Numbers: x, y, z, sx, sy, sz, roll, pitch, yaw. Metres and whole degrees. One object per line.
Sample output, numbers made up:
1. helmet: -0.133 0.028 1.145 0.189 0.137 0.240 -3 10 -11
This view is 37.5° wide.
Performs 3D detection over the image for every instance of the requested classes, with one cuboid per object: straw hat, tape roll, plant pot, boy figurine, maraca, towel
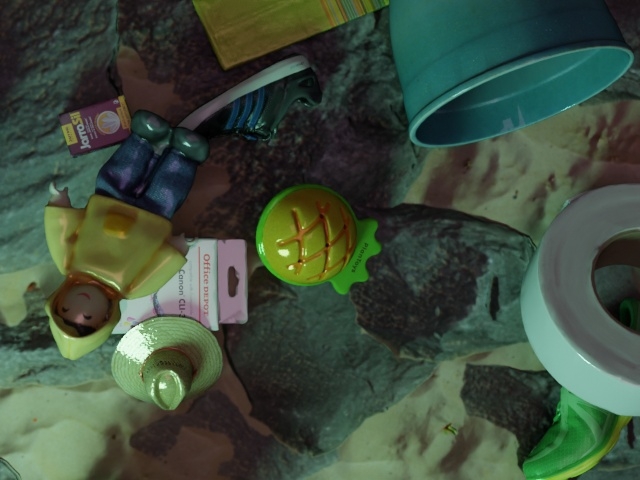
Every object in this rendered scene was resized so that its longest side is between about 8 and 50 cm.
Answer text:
1. straw hat: -0.182 0.164 1.121 0.144 0.061 0.144 -5 126 -7
2. tape roll: 0.399 0.071 1.182 0.286 0.100 0.286 1 63 -2
3. plant pot: 0.197 -0.281 1.128 0.271 0.271 0.255 -16 80 -10
4. boy figurine: -0.236 -0.006 1.064 0.177 0.092 0.285 27 73 -6
5. maraca: 0.000 0.000 1.173 0.185 0.099 0.127 23 96 -35
6. towel: -0.035 -0.303 1.197 0.237 0.021 0.102 -24 90 -8

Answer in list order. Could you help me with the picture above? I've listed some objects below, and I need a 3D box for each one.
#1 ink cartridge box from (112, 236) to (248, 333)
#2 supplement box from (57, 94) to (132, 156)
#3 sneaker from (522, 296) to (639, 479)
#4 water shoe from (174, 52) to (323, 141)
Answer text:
1. ink cartridge box: -0.185 0.052 1.150 0.198 0.067 0.115 -1 90 -10
2. supplement box: -0.269 -0.138 1.142 0.083 0.043 0.055 -19 96 -9
3. sneaker: 0.356 0.200 1.248 0.123 0.109 0.295 40 81 5
4. water shoe: -0.089 -0.154 1.161 0.203 0.073 0.080 -32 99 -8
